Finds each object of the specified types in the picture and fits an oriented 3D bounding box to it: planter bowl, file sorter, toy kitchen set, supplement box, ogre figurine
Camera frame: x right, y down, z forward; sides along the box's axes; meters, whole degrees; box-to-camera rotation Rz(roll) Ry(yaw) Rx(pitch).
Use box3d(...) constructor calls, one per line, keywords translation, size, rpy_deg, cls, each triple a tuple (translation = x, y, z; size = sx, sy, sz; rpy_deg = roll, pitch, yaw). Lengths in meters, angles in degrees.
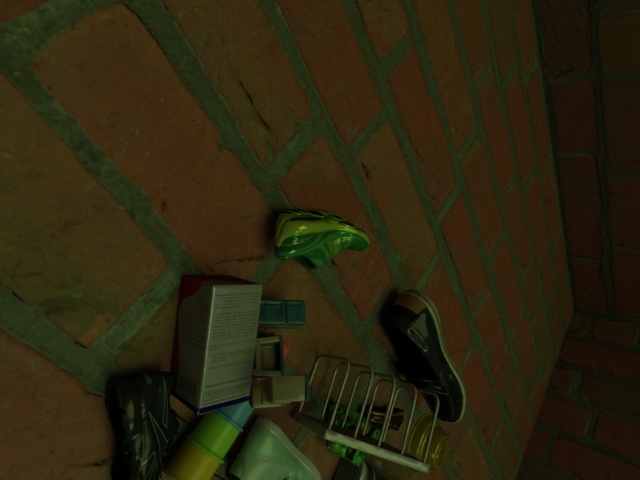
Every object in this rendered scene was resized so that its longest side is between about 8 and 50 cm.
box3d(translation=(0.408, 0.751, 1.479), size=(0.217, 0.090, 0.218), rpy_deg=(-9, 103, -44), cls="planter bowl")
box3d(translation=(0.111, 0.401, 0.978), size=(0.277, 0.192, 0.173), rpy_deg=(26, 70, -18), cls="file sorter")
box3d(translation=(-0.061, 0.200, 0.775), size=(0.122, 0.166, 0.207), rpy_deg=(5, 64, -24), cls="toy kitchen set")
box3d(translation=(-0.193, 0.179, 0.750), size=(0.113, 0.111, 0.220), rpy_deg=(4, 94, -46), cls="supplement box")
box3d(translation=(0.079, 0.525, 1.099), size=(0.197, 0.096, 0.118), rpy_deg=(57, 49, -42), cls="ogre figurine")

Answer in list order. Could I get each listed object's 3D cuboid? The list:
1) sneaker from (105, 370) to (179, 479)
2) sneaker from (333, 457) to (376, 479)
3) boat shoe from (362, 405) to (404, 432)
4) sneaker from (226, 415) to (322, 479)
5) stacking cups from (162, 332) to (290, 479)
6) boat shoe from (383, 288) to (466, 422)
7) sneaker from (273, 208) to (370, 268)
box3d(translation=(-0.288, 0.351, 0.688), size=(0.106, 0.101, 0.268), rpy_deg=(-7, 102, -47), cls="sneaker")
box3d(translation=(0.065, 0.759, 1.098), size=(0.127, 0.126, 0.321), rpy_deg=(49, 60, -32), cls="sneaker")
box3d(translation=(0.191, 0.543, 1.233), size=(0.206, 0.073, 0.073), rpy_deg=(28, 74, -44), cls="boat shoe")
box3d(translation=(-0.104, 0.528, 0.908), size=(0.151, 0.094, 0.256), rpy_deg=(-52, 119, -35), cls="sneaker")
box3d(translation=(-0.173, 0.325, 0.812), size=(0.316, 0.095, 0.096), rpy_deg=(-56, 131, -27), cls="stacking cups")
box3d(translation=(0.318, 0.390, 1.271), size=(0.156, 0.186, 0.501), rpy_deg=(-36, 116, -30), cls="boat shoe")
box3d(translation=(0.000, 0.000, 0.946), size=(0.295, 0.109, 0.124), rpy_deg=(5, 114, -47), cls="sneaker")
